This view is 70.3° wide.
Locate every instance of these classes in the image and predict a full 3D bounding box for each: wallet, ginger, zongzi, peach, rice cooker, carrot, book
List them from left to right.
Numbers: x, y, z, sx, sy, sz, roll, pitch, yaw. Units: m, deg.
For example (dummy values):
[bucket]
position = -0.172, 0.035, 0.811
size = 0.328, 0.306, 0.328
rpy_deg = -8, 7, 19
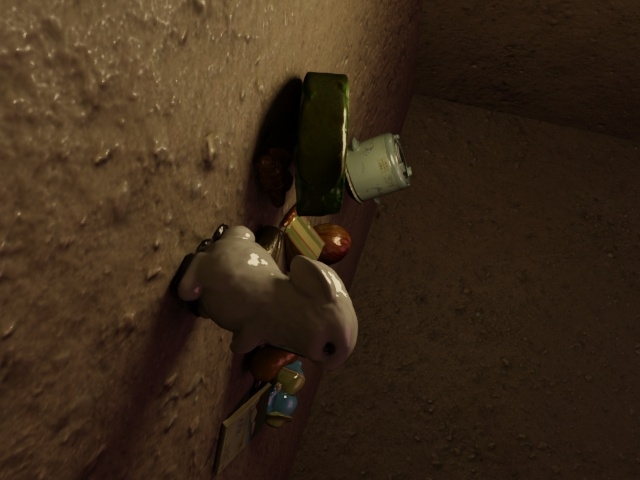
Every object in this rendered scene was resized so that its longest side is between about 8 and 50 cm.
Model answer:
[book]
position = -0.258, 0.629, 1.543
size = 0.289, 0.026, 0.201
rpy_deg = -25, 131, -64
[wallet]
position = -0.244, 0.613, 1.658
size = 0.146, 0.030, 0.285
rpy_deg = 46, 63, -70
[zongzi]
position = -0.158, 0.033, 1.168
size = 0.176, 0.079, 0.160
rpy_deg = 17, 85, -75
[peach]
position = -0.155, 0.384, 1.481
size = 0.179, 0.103, 0.179
rpy_deg = -30, 177, -2
[ginger]
position = -0.111, -0.164, 1.120
size = 0.162, 0.074, 0.103
rpy_deg = 84, 28, -50
[carrot]
position = -0.081, -0.093, 1.442
size = 0.190, 0.037, 0.037
rpy_deg = -51, 155, -52
[rice cooker]
position = 0.212, -0.297, 1.890
size = 0.264, 0.317, 0.316
rpy_deg = -76, 175, -53

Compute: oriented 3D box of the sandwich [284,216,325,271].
[sandwich]
position = -0.095, 0.005, 1.556
size = 0.187, 0.144, 0.117
rpy_deg = 51, 47, -31

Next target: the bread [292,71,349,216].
[bread]
position = 0.000, -0.247, 1.195
size = 0.382, 0.129, 0.365
rpy_deg = -85, 179, -77

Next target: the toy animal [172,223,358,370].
[toy animal]
position = -0.090, 0.110, 0.906
size = 0.194, 0.358, 0.257
rpy_deg = 62, 44, -70

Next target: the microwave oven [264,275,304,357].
[microwave oven]
position = -0.079, 0.231, 1.409
size = 0.295, 0.238, 0.181
rpy_deg = -3, 110, -82

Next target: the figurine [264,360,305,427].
[figurine]
position = -0.142, 0.624, 1.832
size = 0.262, 0.154, 0.180
rpy_deg = -53, 164, -31

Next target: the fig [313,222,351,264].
[fig]
position = 0.000, 0.003, 1.723
size = 0.175, 0.207, 0.175
rpy_deg = -42, -140, 49
